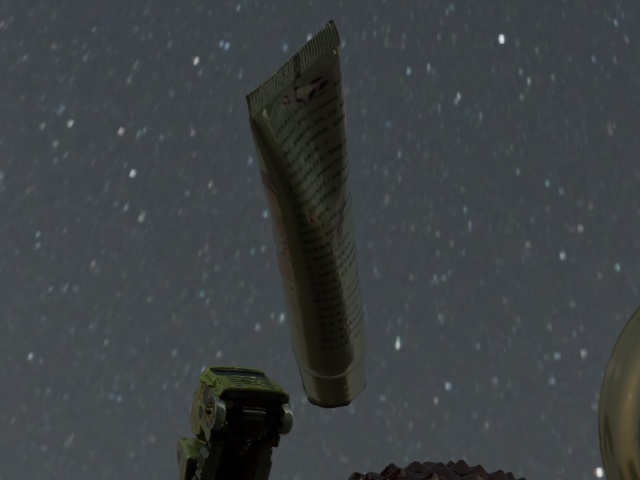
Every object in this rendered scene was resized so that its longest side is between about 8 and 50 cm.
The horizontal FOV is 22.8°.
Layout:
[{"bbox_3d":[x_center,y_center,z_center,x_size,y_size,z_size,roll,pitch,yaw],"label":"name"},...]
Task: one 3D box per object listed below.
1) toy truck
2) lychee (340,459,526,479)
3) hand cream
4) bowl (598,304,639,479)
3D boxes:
[{"bbox_3d":[-0.097,0.214,1.584,0.085,0.116,0.191,5,-71,-24],"label":"toy truck"},{"bbox_3d":[0.063,0.285,1.116,0.276,0.304,0.275,34,-38,32],"label":"lychee"},{"bbox_3d":[0.000,0.000,1.092,0.058,0.085,0.331,33,-31,28],"label":"hand cream"},{"bbox_3d":[0.218,0.086,0.729,0.211,0.112,0.211,0,-90,29],"label":"bowl"}]
